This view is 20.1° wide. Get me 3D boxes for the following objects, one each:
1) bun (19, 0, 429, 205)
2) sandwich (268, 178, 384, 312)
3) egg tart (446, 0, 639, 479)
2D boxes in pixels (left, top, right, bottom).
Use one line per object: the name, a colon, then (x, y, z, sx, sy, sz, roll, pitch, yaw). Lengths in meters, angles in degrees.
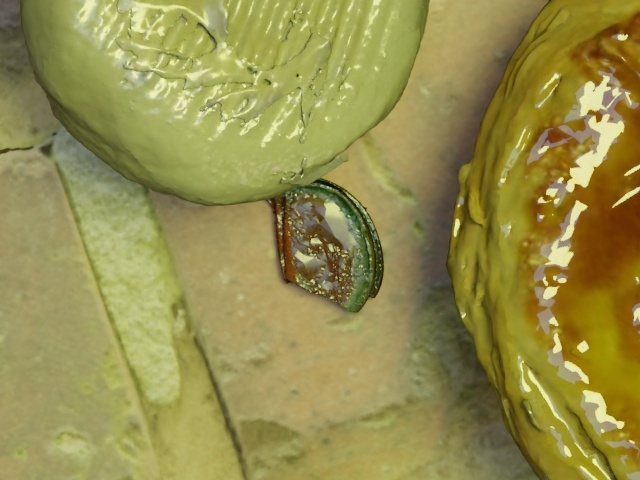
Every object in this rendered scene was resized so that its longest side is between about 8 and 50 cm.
bun: (-0.068, -0.154, 1.116, 0.273, 0.168, 0.273, 0, 91, -25)
sandwich: (0.004, 0.002, 1.210, 0.069, 0.026, 0.101, -15, 95, 2)
egg tart: (0.298, 0.005, 1.093, 0.443, 0.178, 0.443, 0, 89, 10)
